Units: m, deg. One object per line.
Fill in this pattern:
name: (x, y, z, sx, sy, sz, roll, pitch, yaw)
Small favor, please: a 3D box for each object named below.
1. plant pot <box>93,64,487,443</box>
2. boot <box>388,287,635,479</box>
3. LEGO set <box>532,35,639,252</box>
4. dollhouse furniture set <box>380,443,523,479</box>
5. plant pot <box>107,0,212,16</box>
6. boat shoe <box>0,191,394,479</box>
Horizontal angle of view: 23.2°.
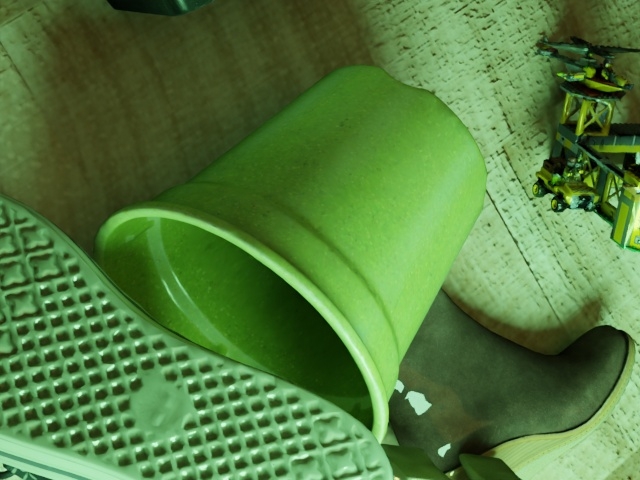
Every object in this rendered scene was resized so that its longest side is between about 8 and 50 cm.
plant pot: (0.000, 0.000, 1.277, 0.276, 0.276, 0.254, 50, 56, -16)
boot: (0.161, 0.109, 1.423, 0.248, 0.090, 0.207, -43, 108, -18)
LEGO set: (0.373, -0.117, 1.448, 0.331, 0.255, 0.192, 2, 114, -15)
dollhouse furniture set: (0.050, 0.313, 1.305, 0.259, 0.135, 0.262, 9, 96, -15)
plant pot: (-0.118, -0.283, 1.261, 0.187, 0.188, 0.167, -31, 114, -25)
boat shoe: (-0.181, 0.114, 1.181, 0.500, 0.156, 0.187, 28, 64, 3)
